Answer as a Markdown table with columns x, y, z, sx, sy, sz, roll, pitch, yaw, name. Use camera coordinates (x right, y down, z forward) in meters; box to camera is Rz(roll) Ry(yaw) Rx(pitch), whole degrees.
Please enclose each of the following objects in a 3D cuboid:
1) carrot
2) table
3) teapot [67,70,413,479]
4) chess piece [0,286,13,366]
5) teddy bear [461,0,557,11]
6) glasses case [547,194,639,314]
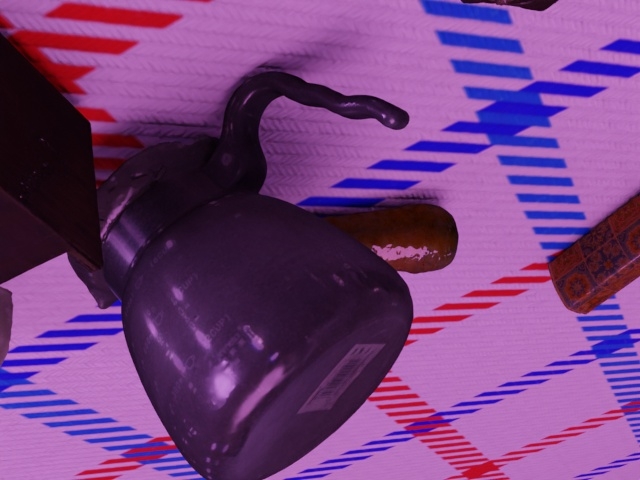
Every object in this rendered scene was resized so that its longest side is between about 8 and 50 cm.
| x | y | z | sx | sy | sz | roll | pitch | yaw | name |
| --- | --- | --- | --- | --- | --- | --- | --- | --- | --- |
| 0.000 | 0.000 | 0.906 | 0.298 | 0.078 | 0.078 | -1 | 142 | -14 | carrot |
| -0.280 | -0.058 | 0.600 | 0.169 | 0.172 | 0.193 | -25 | 141 | 11 | table |
| -0.078 | 0.009 | 0.716 | 0.223 | 0.285 | 0.305 | -23 | 146 | -41 | teapot |
| -0.413 | 0.067 | 0.763 | 0.243 | 0.133 | 0.133 | 25 | 127 | -38 | chess piece |
| 0.139 | -0.208 | 0.648 | 0.119 | 0.077 | 0.160 | -10 | 164 | 42 | teddy bear |
| 0.378 | -0.001 | 1.053 | 0.049 | 0.075 | 0.218 | 16 | 134 | -37 | glasses case |
